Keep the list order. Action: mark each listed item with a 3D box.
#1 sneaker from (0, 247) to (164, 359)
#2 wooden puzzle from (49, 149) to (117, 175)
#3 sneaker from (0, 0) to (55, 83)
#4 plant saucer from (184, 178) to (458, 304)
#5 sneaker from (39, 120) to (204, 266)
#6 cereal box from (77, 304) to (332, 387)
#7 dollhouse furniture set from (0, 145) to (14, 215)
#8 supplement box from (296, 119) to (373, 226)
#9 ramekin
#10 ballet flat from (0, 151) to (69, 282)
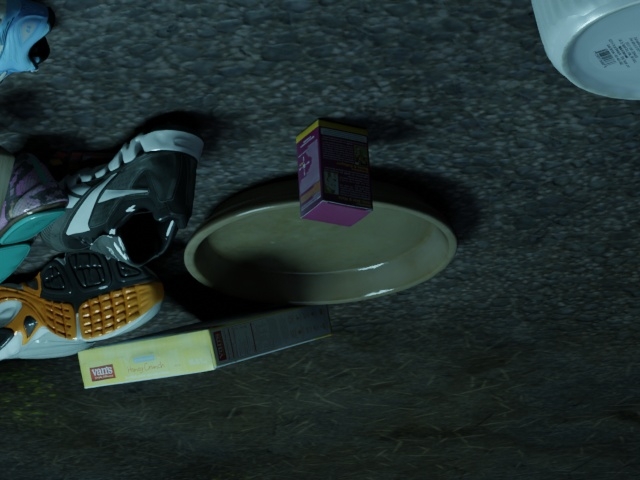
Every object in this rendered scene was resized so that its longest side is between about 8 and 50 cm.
[{"bbox_3d":[-0.255,0.072,2.006,0.262,0.099,0.121,-12,166,35],"label":"sneaker"},{"bbox_3d":[-0.211,-0.069,1.764,0.083,0.006,0.049,2,157,-14],"label":"wooden puzzle"},{"bbox_3d":[-0.254,-0.142,1.514,0.073,0.063,0.162,3,157,-24],"label":"sneaker"},{"bbox_3d":[0.000,0.000,1.916,0.278,0.041,0.278,-3,158,-1],"label":"plant saucer"},{"bbox_3d":[-0.190,-0.019,1.738,0.078,0.106,0.234,16,150,-37],"label":"sneaker"},{"bbox_3d":[-0.120,0.111,2.028,0.173,0.047,0.240,-11,180,31],"label":"cereal box"},{"bbox_3d":[-0.362,-0.033,1.653,0.123,0.144,0.151,10,-170,-29],"label":"dollhouse furniture set"},{"bbox_3d":[0.012,-0.061,1.716,0.055,0.083,0.043,11,153,-29],"label":"supplement box"},{"bbox_3d":[0.255,-0.189,1.412,0.207,0.109,0.207,-3,158,-1],"label":"ramekin"},{"bbox_3d":[-0.302,-0.019,1.778,0.077,0.079,0.221,-11,162,-35],"label":"ballet flat"}]
